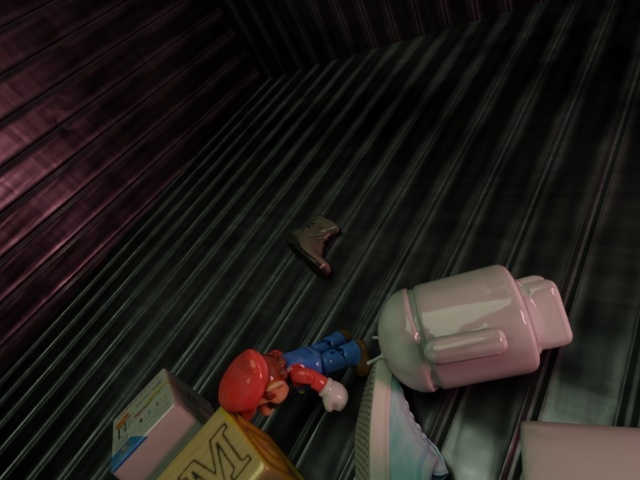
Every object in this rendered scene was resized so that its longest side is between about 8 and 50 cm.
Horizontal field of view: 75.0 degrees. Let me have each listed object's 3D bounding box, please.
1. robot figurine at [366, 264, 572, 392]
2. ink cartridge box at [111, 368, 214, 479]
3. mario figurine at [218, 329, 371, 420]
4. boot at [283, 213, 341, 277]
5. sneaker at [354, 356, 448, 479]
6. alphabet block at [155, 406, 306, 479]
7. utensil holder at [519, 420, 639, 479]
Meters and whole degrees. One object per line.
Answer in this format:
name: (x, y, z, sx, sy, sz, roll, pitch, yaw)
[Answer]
robot figurine: (0.261, 0.167, 0.786, 0.353, 0.300, 0.199, -17, 83, 14)
ink cartridge box: (-0.347, 0.439, 0.949, 0.171, 0.168, 0.233, -47, 20, -16)
mario figurine: (-0.057, 0.300, 0.887, 0.320, 0.198, 0.170, -9, 68, -28)
boot: (0.000, 0.000, 1.280, 0.161, 0.083, 0.246, -36, 38, -10)
sneaker: (0.146, 0.380, 0.755, 0.150, 0.135, 0.366, 15, 37, -2)
alphabet block: (-0.166, 0.479, 0.801, 0.197, 0.192, 0.193, -48, 41, -14)
utensil holder: (0.399, 0.344, 0.372, 0.385, 0.327, 0.327, -5, 47, 25)
